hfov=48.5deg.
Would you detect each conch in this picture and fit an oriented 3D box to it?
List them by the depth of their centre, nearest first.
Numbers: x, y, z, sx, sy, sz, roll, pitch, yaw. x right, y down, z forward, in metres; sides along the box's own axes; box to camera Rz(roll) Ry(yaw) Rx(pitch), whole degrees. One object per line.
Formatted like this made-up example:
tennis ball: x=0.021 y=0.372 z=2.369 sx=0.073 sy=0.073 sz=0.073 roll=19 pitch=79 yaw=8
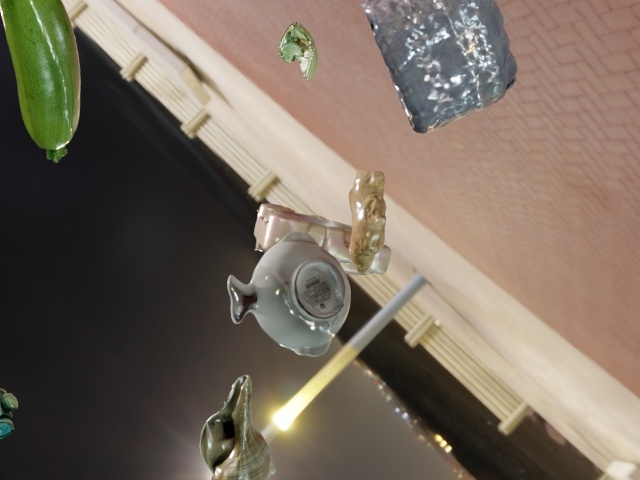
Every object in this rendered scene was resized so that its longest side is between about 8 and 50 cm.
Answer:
conch: x=-0.213 y=0.529 z=1.807 sx=0.203 sy=0.387 sz=0.169 roll=3 pitch=175 yaw=5

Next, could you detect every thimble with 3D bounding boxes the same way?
thimble: x=0.169 y=-0.280 z=1.006 sx=0.236 sy=0.172 sz=0.205 roll=57 pitch=-169 yaw=-40

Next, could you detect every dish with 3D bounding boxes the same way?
dish: x=-0.031 y=0.089 z=1.221 sx=0.078 sy=0.245 sz=0.224 roll=-21 pitch=75 yaw=56

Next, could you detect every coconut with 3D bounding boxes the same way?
coconut: x=-0.042 y=-0.422 z=1.574 sx=0.158 sy=0.055 sz=0.133 roll=58 pitch=153 yaw=35

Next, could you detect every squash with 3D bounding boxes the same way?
squash: x=-0.460 y=-0.282 z=1.193 sx=0.107 sy=0.107 sz=0.395 roll=43 pitch=145 yaw=20

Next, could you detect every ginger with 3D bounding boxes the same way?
ginger: x=0.098 y=-0.038 z=1.492 sx=0.074 sy=0.214 sz=0.137 roll=7 pitch=175 yaw=-10

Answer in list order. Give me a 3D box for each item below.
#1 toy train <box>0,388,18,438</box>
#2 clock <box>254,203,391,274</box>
toy train: x=-0.779 y=0.386 z=1.556 sx=0.112 sy=0.203 sz=0.163 roll=58 pitch=-179 yaw=36
clock: x=0.000 y=0.000 z=1.720 sx=0.309 sy=0.114 sz=0.284 roll=12 pitch=-175 yaw=-13
